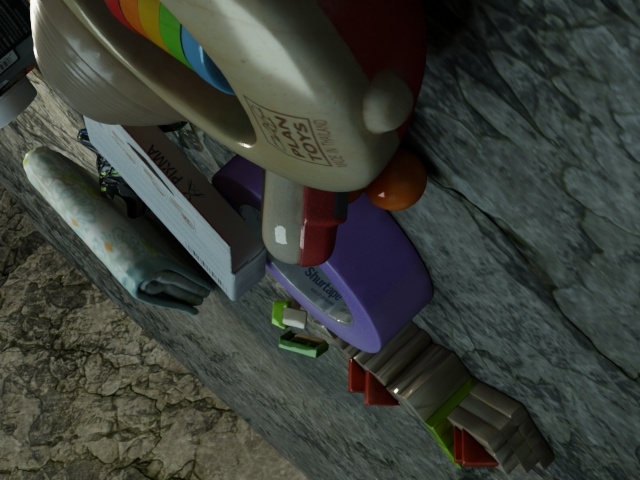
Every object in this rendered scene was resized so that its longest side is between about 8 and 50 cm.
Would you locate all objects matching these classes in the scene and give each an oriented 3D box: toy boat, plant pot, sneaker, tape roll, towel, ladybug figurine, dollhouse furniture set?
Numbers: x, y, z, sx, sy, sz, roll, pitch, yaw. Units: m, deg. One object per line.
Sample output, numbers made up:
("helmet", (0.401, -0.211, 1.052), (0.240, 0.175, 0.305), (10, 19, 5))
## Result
("toy boat", (0.022, -0.059, 1.282), (0.231, 0.151, 0.151), (-107, 21, -80))
("plant pot", (-0.200, -0.192, 1.353), (0.237, 0.110, 0.237), (38, -152, -24))
("sneaker", (-0.350, -0.113, 2.364), (0.188, 0.078, 0.067), (54, 165, -26))
("tape roll", (0.000, 0.000, 1.593), (0.275, 0.090, 0.275), (43, 165, 14))
("towel", (-0.361, -0.007, 2.518), (0.320, 0.090, 0.374), (43, 180, 16))
("ladybug figurine", (-0.072, -0.202, 1.075), (0.449, 0.162, 0.305), (38, 165, 36))
("dollhouse furniture set", (-0.019, 0.071, 1.790), (0.058, 0.076, 0.152), (12, 106, 23))

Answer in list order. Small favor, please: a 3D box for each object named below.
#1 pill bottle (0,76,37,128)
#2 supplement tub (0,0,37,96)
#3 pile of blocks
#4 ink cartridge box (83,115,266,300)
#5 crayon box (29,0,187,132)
("pill bottle", (-0.635, -0.338, 2.385), (0.318, 0.176, 0.176), (53, 165, -24))
("supplement tub", (-0.543, -0.264, 1.969), (0.207, 0.338, 0.207), (44, 167, 13))
("pile of blocks", (0.116, 0.189, 1.727), (0.362, 0.112, 0.149), (39, 164, 32))
("ink cartridge box", (-0.170, -0.073, 1.596), (0.275, 0.060, 0.239), (47, 166, 10))
("crayon box", (-0.251, -0.255, 1.648), (0.278, 0.081, 0.165), (50, 166, -14))
